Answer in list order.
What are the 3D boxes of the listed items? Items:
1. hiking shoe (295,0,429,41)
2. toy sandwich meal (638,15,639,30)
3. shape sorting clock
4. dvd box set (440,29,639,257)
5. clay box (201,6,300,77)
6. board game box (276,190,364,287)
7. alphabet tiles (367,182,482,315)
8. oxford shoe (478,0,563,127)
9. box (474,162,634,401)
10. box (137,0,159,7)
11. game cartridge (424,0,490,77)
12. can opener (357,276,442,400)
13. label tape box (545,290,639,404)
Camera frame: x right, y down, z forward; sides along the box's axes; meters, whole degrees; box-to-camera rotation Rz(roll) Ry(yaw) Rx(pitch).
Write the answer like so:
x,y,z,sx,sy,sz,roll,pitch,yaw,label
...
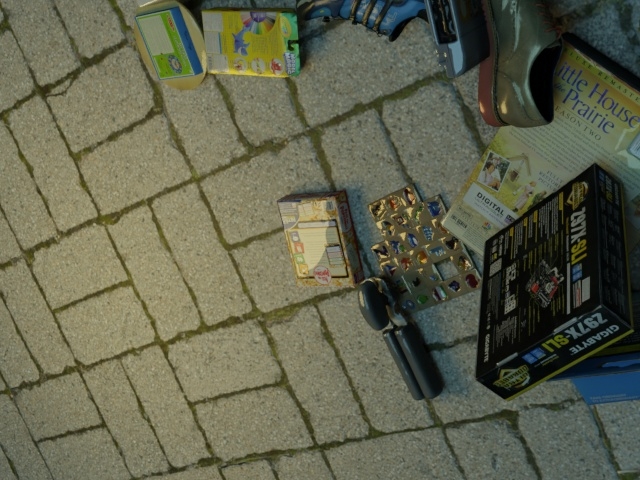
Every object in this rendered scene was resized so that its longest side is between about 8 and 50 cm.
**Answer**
x,y,z,sx,sy,sz,roll,pitch,yaw,label
0.088,-0.410,1.754,0.304,0.113,0.132,-4,106,35,hiking shoe
0.535,-0.335,1.543,0.085,0.029,0.086,13,116,29,toy sandwich meal
-0.308,-0.410,2.055,0.206,0.040,0.206,28,136,31,shape sorting clock
0.426,-0.098,1.695,0.307,0.062,0.420,38,126,15,dvd box set
-0.126,-0.389,1.944,0.222,0.053,0.127,9,114,29,clay box
0.000,0.000,2.028,0.146,0.045,0.194,-2,108,34,board game box
0.189,0.015,1.934,0.198,0.009,0.237,-25,94,38,alphabet tiles
0.334,-0.350,1.569,0.130,0.123,0.348,15,114,46,oxford shoe
0.364,0.063,1.566,0.079,0.322,0.257,35,130,-20,box
-0.201,-0.592,1.836,0.345,0.168,0.215,-10,103,37,box
0.220,-0.429,1.605,0.062,0.198,0.297,-3,110,35,game cartridge
0.149,0.200,1.989,0.074,0.093,0.280,-18,104,53,can opener
0.532,0.179,1.567,0.240,0.333,0.106,-14,103,37,label tape box
